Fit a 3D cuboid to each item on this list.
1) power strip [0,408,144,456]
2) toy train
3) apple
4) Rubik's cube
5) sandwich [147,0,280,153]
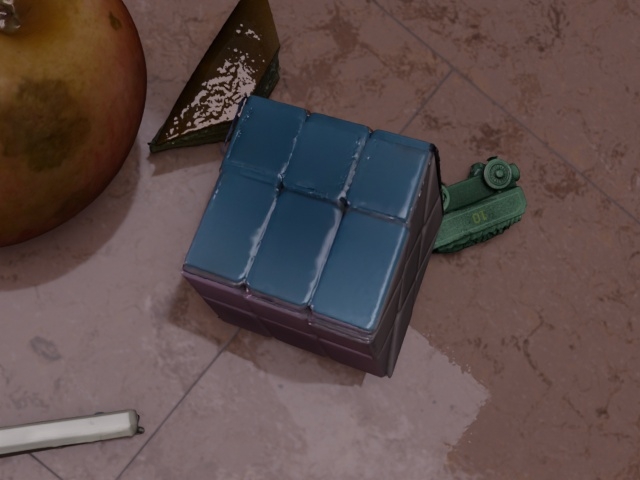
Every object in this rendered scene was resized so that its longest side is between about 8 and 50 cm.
[{"bbox_3d":[-0.296,0.219,1.241,0.192,0.081,0.035,-7,78,-12],"label":"power strip"},{"bbox_3d":[0.184,-0.042,1.393,0.172,0.070,0.100,-21,91,-15],"label":"toy train"},{"bbox_3d":[-0.368,-0.171,1.172,0.363,0.364,0.364,2,78,-10],"label":"apple"},{"bbox_3d":[0.000,0.000,1.240,0.224,0.221,0.231,16,75,13],"label":"Rubik's cube"},{"bbox_3d":[-0.111,-0.199,1.355,0.096,0.094,0.258,29,76,1],"label":"sandwich"}]
